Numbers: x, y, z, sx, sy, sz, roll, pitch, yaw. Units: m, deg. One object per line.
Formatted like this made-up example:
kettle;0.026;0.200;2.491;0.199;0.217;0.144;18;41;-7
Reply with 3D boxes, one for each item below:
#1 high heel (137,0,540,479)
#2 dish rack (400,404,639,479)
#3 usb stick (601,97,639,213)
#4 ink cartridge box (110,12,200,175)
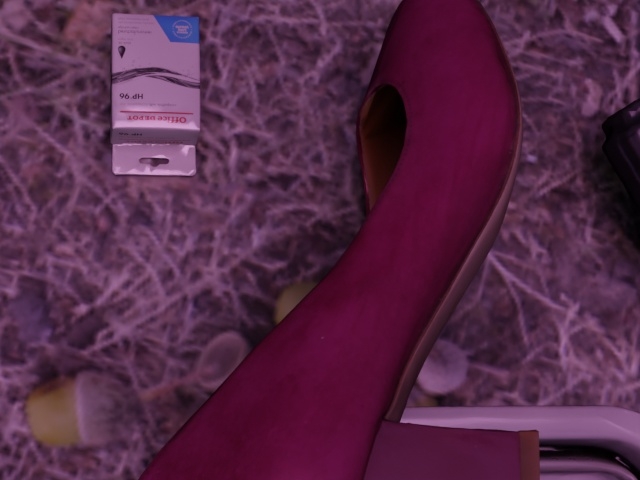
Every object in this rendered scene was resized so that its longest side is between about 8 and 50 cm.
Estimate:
high heel;0.000;0.000;0.615;0.181;0.127;0.377;5;47;-5
dish rack;0.056;0.250;0.625;0.285;0.072;0.333;1;76;-10
usb stick;0.247;0.042;0.700;0.077;0.045;0.278;-27;82;-15
ink cartridge box;-0.090;-0.079;0.705;0.048;0.028;0.083;0;76;-11
